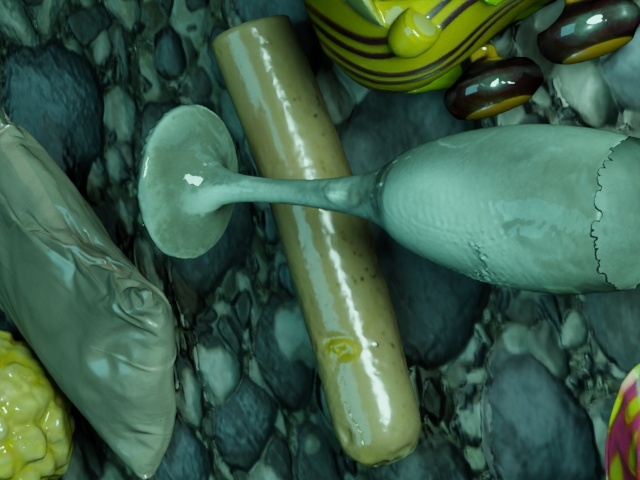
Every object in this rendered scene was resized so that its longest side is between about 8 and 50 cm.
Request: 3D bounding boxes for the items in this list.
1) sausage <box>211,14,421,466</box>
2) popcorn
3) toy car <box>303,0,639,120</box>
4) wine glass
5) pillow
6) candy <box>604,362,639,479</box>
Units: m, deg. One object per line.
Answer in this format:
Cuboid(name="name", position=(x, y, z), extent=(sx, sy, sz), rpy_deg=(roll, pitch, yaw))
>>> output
Cuboid(name="sausage", position=(0.002, -0.001, 1.268), extent=(0.066, 0.065, 0.301), rpy_deg=(-23, 82, 51))
Cuboid(name="popcorn", position=(-0.281, 0.145, 1.599), extent=(0.180, 0.170, 0.180), rpy_deg=(-163, 90, -88))
Cuboid(name="toy car", position=(0.066, -0.174, 1.081), extent=(0.248, 0.142, 0.200), rpy_deg=(-32, 74, 49))
Cuboid(name="wine glass", position=(0.039, 0.059, 1.145), extent=(0.309, 0.096, 0.264), rpy_deg=(6, 95, 34))
Cuboid(name="pillow", position=(-0.191, 0.038, 1.519), extent=(0.270, 0.067, 0.173), rpy_deg=(46, 137, 35))
Cuboid(name="candy", position=(0.174, 0.214, 1.048), extent=(0.124, 0.124, 0.365), rpy_deg=(38, 123, 39))
